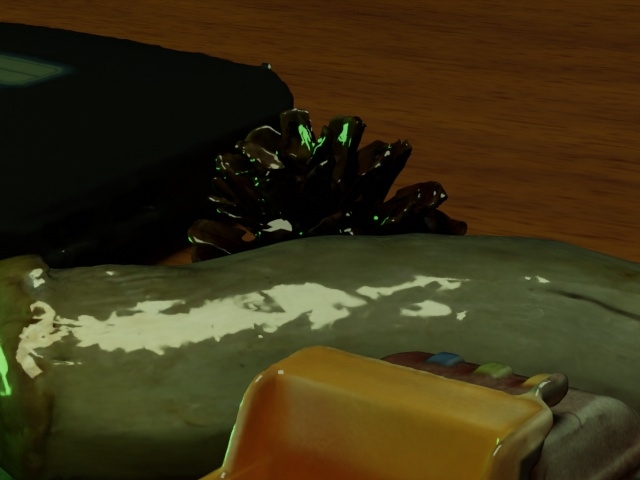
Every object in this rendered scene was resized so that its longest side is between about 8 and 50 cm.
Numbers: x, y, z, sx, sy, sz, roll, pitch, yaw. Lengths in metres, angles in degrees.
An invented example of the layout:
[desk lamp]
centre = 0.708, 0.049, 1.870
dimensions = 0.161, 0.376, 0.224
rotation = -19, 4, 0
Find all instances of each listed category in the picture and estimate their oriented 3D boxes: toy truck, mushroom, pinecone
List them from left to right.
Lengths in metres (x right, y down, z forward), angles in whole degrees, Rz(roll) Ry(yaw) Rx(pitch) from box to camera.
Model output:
[toy truck]
centre = -0.011, 0.116, 0.467
dimensions = 0.114, 0.135, 0.270
rotation = 12, 24, 38
[pinecone]
centre = 0.001, 0.001, 0.820
dimensions = 0.140, 0.121, 0.140
rotation = -14, 26, 7
[mushroom]
centre = 0.033, 0.055, 0.686
dimensions = 0.351, 0.095, 0.123
rotation = 2, 33, -5

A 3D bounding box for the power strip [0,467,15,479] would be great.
[power strip]
centre = -0.173, 0.098, 0.704
dimensions = 0.252, 0.027, 0.060
rotation = 14, 25, 40

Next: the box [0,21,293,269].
[box]
centre = -0.236, -0.052, 1.056
dimensions = 0.359, 0.091, 0.350
rotation = 11, 24, 33
